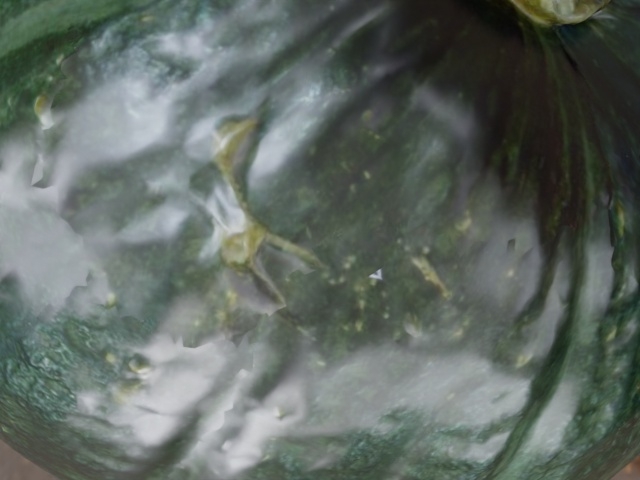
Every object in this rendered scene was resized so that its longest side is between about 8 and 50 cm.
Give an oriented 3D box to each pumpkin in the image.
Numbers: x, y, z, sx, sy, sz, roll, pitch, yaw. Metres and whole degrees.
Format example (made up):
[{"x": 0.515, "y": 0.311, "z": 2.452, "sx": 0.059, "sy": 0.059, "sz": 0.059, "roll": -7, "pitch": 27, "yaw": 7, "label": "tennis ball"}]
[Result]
[{"x": 0.000, "y": 0.000, "z": 0.644, "sx": 0.293, "sy": 0.197, "sz": 0.263, "roll": 19, "pitch": 155, "yaw": -19, "label": "pumpkin"}]
